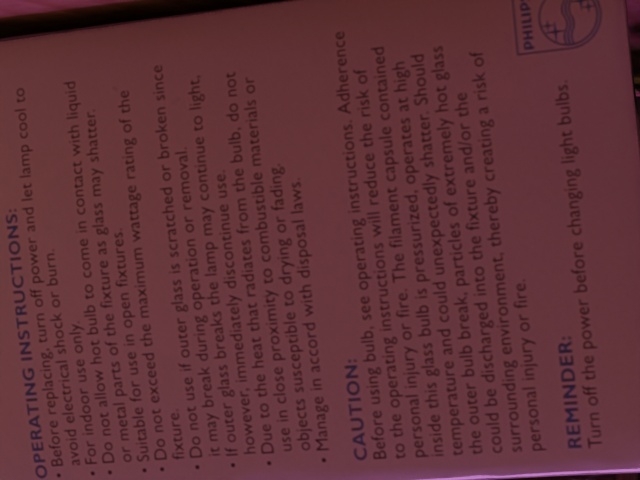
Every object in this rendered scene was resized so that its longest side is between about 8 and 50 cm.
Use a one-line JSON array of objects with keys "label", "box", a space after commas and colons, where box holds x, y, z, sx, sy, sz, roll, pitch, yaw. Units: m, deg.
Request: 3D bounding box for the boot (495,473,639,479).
[{"label": "boot", "box": [0.143, 0.118, 0.699, 0.106, 0.037, 0.114, 11, 164, -41]}]

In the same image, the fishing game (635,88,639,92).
[{"label": "fishing game", "box": [0.290, -0.116, 1.141, 0.189, 0.041, 0.264, -3, -173, 1]}]

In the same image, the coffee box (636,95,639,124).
[{"label": "coffee box", "box": [0.196, -0.027, 0.998, 0.297, 0.119, 0.168, 6, 168, 19]}]

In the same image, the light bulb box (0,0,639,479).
[{"label": "light bulb box", "box": [0.000, 0.000, 0.767, 0.361, 0.225, 0.358, -6, 180, 14]}]
